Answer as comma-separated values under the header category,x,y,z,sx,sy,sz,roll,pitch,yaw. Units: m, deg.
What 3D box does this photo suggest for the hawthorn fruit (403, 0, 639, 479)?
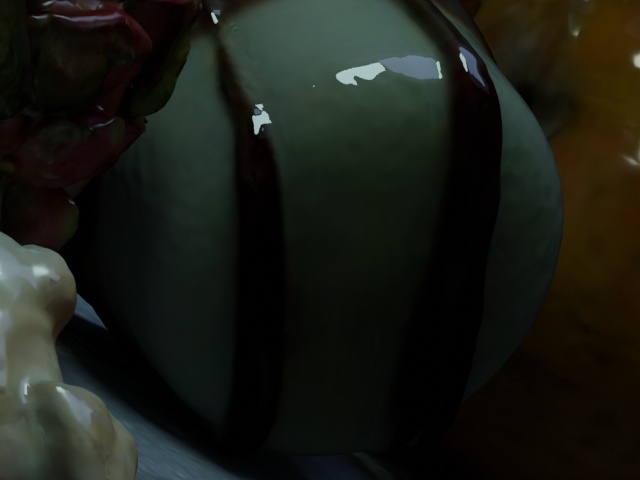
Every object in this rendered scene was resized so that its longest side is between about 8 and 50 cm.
category,x,y,z,sx,sy,sz,roll,pitch,yaw
hawthorn fruit,0.207,-0.007,1.109,0.471,0.472,0.472,34,3,-2

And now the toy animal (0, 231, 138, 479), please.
category,x,y,z,sx,sy,sz,roll,pitch,yaw
toy animal,-0.101,0.060,0.315,0.185,0.104,0.184,61,7,-57

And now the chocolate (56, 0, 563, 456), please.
category,x,y,z,sx,sy,sz,roll,pitch,yaw
chocolate,0.000,0.000,0.787,0.283,0.283,0.186,31,19,-40

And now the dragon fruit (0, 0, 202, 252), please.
category,x,y,z,sx,sy,sz,roll,pitch,yaw
dragon fruit,-0.188,-0.117,0.653,0.296,0.314,0.263,-101,170,-63
